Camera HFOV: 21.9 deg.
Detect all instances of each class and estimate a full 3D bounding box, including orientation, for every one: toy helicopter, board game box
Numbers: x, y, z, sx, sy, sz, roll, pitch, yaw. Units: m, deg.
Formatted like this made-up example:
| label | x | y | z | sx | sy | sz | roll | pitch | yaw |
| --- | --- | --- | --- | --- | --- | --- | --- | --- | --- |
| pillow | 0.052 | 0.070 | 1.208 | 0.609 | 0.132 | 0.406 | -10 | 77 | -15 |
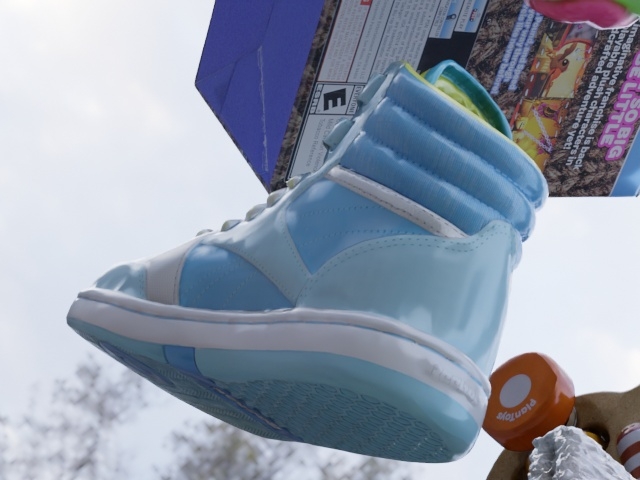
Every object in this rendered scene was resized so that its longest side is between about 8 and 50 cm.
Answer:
| label | x | y | z | sx | sy | sz | roll | pitch | yaw |
| --- | --- | --- | --- | --- | --- | --- | --- | --- | --- |
| toy helicopter | 0.263 | 0.206 | 1.268 | 0.355 | 0.235 | 0.140 | -12 | -44 | 43 |
| board game box | 0.097 | -0.159 | 1.060 | 0.141 | 0.291 | 0.232 | 55 | -44 | 45 |

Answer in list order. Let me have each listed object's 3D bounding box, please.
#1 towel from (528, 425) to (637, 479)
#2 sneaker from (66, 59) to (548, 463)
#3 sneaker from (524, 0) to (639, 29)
| label | x | y | z | sx | sy | sz | roll | pitch | yaw |
| --- | --- | --- | --- | --- | --- | --- | --- | --- | --- |
| towel | 0.162 | 0.190 | 0.715 | 0.187 | 0.282 | 0.049 | 43 | -74 | -5 |
| sneaker | 0.000 | 0.000 | 0.910 | 0.319 | 0.208 | 0.127 | 6 | -26 | 48 |
| sneaker | 0.177 | -0.142 | 0.393 | 0.185 | 0.483 | 0.202 | 47 | -53 | 53 |
